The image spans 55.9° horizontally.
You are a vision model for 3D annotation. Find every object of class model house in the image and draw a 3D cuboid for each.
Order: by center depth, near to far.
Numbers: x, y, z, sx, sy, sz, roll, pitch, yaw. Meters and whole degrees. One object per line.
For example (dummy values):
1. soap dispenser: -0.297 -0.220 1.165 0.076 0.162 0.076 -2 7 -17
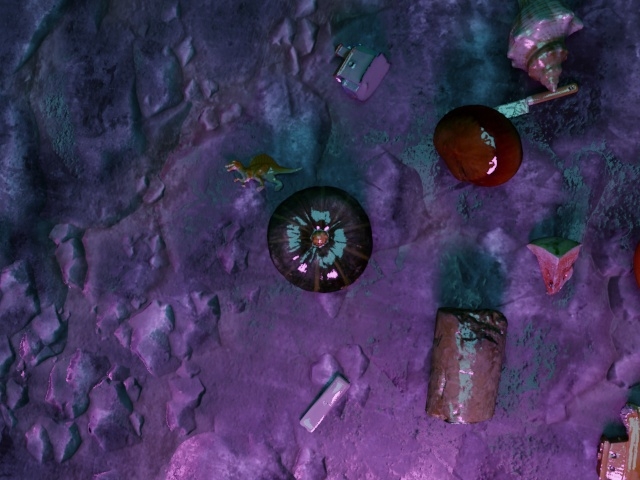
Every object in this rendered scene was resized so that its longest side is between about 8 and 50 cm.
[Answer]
1. model house: 0.098 -0.501 1.747 0.149 0.119 0.148 36 95 22

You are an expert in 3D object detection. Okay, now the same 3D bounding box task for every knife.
1. knife: 0.569 -0.376 1.684 0.298 0.017 0.047 -15 89 10

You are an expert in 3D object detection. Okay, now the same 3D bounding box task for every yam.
1. yam: 0.382 0.319 1.582 0.195 0.195 0.299 8 89 12

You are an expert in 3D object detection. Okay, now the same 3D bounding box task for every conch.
1. conch: 0.603 -0.581 1.622 0.203 0.169 0.385 0 88 -14

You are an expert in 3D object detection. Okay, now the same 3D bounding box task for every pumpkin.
1. pumpkin: 0.000 0.000 1.680 0.300 0.207 0.300 0 84 -3

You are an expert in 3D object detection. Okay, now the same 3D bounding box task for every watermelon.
1. watermelon: 0.639 0.060 1.597 0.098 0.121 0.158 -17 87 -12

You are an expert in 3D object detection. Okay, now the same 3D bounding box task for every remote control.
1. remote control: 0.011 0.469 1.730 0.050 0.027 0.184 39 95 12

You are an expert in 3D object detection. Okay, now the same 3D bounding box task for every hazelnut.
1. hazelnut: 0.428 -0.264 1.619 0.217 0.217 0.251 -51 55 4

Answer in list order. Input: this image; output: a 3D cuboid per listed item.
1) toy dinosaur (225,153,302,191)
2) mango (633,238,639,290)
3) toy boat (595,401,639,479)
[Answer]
1. toy dinosaur: -0.168 -0.211 1.811 0.212 0.057 0.142 -22 62 -2
2. mango: 0.875 0.108 1.523 0.129 0.146 0.289 -16 83 7
3. toy boat: 0.769 0.573 1.543 0.122 0.089 0.320 11 90 18
